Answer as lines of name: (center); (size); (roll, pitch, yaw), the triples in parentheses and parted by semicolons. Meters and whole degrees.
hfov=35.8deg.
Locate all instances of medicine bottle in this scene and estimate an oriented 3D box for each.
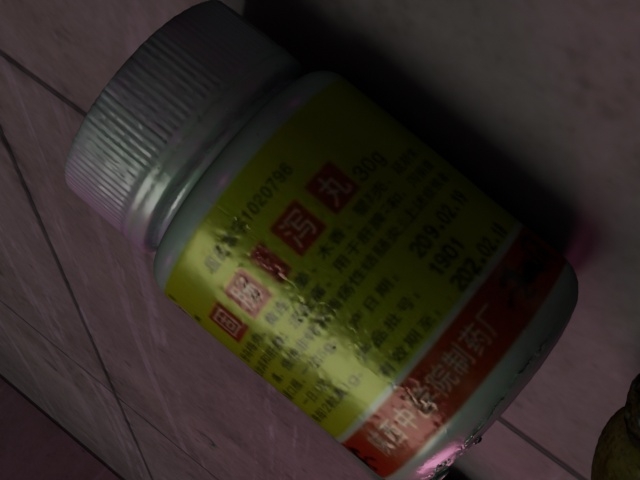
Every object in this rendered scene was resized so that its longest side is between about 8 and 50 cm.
medicine bottle: (0.000, 0.000, 0.485); (0.225, 0.139, 0.139); (40, 157, 5)

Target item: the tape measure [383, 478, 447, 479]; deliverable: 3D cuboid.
tape measure: (0.111, 0.289, 0.872); (0.182, 0.107, 0.181); (37, 150, 4)

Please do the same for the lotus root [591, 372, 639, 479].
lotus root: (0.190, 0.129, 0.482); (0.113, 0.088, 0.192); (-3, 132, 38)
